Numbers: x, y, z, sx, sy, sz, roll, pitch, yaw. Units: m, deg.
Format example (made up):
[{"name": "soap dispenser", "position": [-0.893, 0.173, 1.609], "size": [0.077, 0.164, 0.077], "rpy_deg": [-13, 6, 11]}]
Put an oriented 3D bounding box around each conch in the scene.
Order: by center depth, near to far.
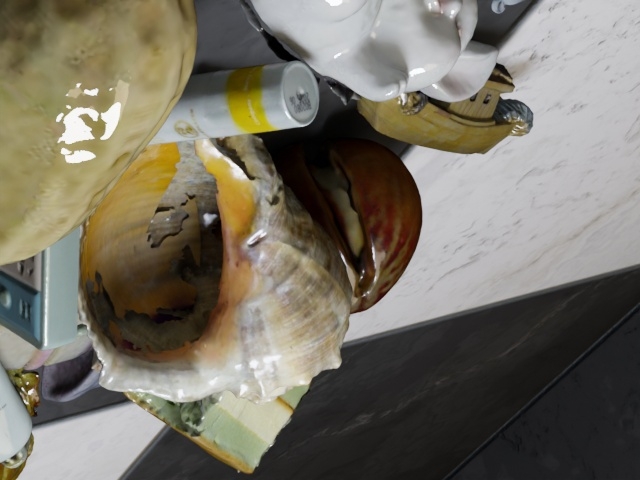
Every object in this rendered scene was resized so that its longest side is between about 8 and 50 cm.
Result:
[{"name": "conch", "position": [-0.132, 0.020, 1.697], "size": [0.297, 0.352, 0.210], "rpy_deg": [-24, -171, -26]}]

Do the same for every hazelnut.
[{"name": "hazelnut", "position": [0.000, 0.000, 1.899], "size": [0.251, 0.217, 0.217], "rpy_deg": [-23, 160, 0]}]

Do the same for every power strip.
[{"name": "power strip", "position": [-0.272, -0.022, 1.535], "size": [0.061, 0.145, 0.216], "rpy_deg": [-14, 118, -42]}]

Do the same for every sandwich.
[{"name": "sandwich", "position": [-0.157, 0.137, 1.949], "size": [0.155, 0.227, 0.198], "rpy_deg": [-56, 150, -8]}]

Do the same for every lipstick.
[{"name": "lipstick", "position": [-0.123, -0.115, 1.463], "size": [0.264, 0.059, 0.059], "rpy_deg": [-5, 178, 35]}]

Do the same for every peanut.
[{"name": "peanut", "position": [-0.244, -0.098, 1.331], "size": [0.387, 0.192, 0.169], "rpy_deg": [-46, -168, 34]}]

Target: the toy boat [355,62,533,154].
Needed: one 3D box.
[{"name": "toy boat", "position": [0.147, -0.165, 1.901], "size": [0.121, 0.089, 0.321], "rpy_deg": [-47, 155, 21]}]

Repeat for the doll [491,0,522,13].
[{"name": "doll", "position": [0.232, -0.310, 1.715], "size": [0.094, 0.079, 0.180], "rpy_deg": [18, 116, -46]}]

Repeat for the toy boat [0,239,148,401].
[{"name": "toy boat", "position": [-0.293, 0.071, 1.789], "size": [0.276, 0.111, 0.293], "rpy_deg": [-48, 146, 21]}]

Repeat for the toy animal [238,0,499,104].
[{"name": "toy animal", "position": [0.046, -0.219, 1.475], "size": [0.154, 0.208, 0.325], "rpy_deg": [-27, 170, 22]}]

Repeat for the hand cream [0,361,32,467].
[{"name": "hand cream", "position": [-0.382, 0.130, 1.697], "size": [0.124, 0.078, 0.341], "rpy_deg": [-23, 136, 2]}]

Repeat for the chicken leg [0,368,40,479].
[{"name": "chicken leg", "position": [-0.441, 0.286, 2.009], "size": [0.211, 0.140, 0.361], "rpy_deg": [-27, 157, -38]}]
